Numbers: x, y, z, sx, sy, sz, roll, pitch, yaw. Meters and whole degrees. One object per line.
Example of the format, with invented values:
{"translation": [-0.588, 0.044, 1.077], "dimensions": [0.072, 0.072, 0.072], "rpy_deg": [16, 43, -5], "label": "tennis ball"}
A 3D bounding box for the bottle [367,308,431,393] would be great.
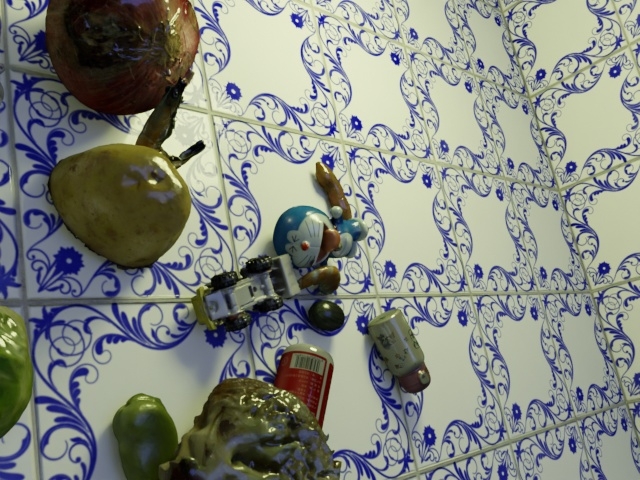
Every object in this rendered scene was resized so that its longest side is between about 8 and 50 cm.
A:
{"translation": [0.227, 0.314, 1.785], "dimensions": [0.110, 0.110, 0.233], "rpy_deg": [-29, 92, -48], "label": "bottle"}

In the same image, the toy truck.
{"translation": [-0.171, 0.117, 1.478], "dimensions": [0.286, 0.111, 0.136], "rpy_deg": [-21, 96, -50], "label": "toy truck"}

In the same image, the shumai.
{"translation": [-0.142, 0.417, 1.218], "dimensions": [0.346, 0.217, 0.283], "rpy_deg": [54, 21, 22], "label": "shumai"}

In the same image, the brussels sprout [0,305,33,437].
{"translation": [-0.554, 0.206, 0.982], "dimensions": [0.219, 0.210, 0.271], "rpy_deg": [20, 38, -13], "label": "brussels sprout"}

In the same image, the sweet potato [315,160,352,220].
{"translation": [0.044, -0.133, 1.862], "dimensions": [0.065, 0.051, 0.218], "rpy_deg": [-34, 97, -52], "label": "sweet potato"}

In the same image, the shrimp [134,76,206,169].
{"translation": [-0.315, -0.250, 1.425], "dimensions": [0.051, 0.262, 0.198], "rpy_deg": [42, 30, 20], "label": "shrimp"}

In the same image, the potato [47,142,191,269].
{"translation": [-0.378, -0.086, 1.284], "dimensions": [0.285, 0.242, 0.242], "rpy_deg": [56, 42, -10], "label": "potato"}

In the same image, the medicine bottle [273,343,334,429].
{"translation": [-0.050, 0.370, 1.461], "dimensions": [0.131, 0.131, 0.250], "rpy_deg": [36, 50, -28], "label": "medicine bottle"}

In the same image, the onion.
{"translation": [-0.403, -0.440, 1.348], "dimensions": [0.353, 0.353, 0.354], "rpy_deg": [22, 57, -37], "label": "onion"}

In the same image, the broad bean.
{"translation": [-0.331, 0.381, 1.218], "dimensions": [0.124, 0.082, 0.174], "rpy_deg": [-20, 95, -48], "label": "broad bean"}

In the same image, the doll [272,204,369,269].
{"translation": [0.000, 0.000, 1.659], "dimensions": [0.257, 0.215, 0.161], "rpy_deg": [0, 33, -34], "label": "doll"}

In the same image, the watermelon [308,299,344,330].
{"translation": [0.019, 0.196, 1.657], "dimensions": [0.110, 0.078, 0.078], "rpy_deg": [19, 59, -39], "label": "watermelon"}

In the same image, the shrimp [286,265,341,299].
{"translation": [-0.022, 0.124, 1.660], "dimensions": [0.166, 0.161, 0.049], "rpy_deg": [-28, 68, -12], "label": "shrimp"}

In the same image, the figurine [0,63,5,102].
{"translation": [-0.647, -0.336, 1.226], "dimensions": [0.081, 0.098, 0.146], "rpy_deg": [-4, 75, -33], "label": "figurine"}
